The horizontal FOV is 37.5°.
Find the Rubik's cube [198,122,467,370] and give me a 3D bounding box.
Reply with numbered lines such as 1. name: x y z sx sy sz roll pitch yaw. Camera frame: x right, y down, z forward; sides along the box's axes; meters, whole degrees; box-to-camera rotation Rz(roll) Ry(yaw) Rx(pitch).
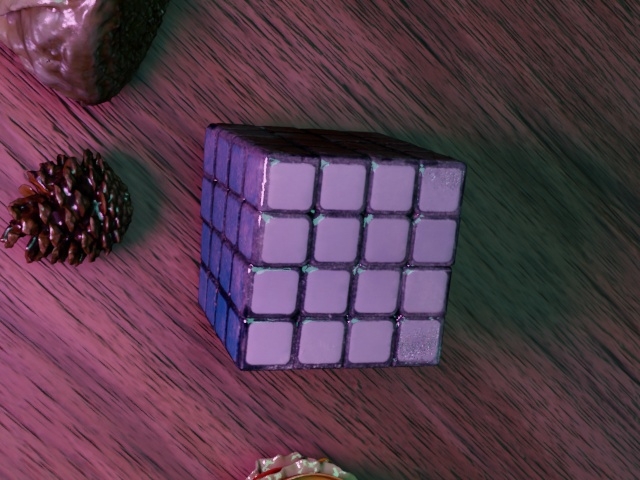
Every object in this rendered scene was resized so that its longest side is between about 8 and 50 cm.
1. Rubik's cube: 0.000 0.000 1.535 0.344 0.344 0.337 1 102 -19

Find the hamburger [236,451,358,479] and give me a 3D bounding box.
1. hamburger: -0.043 0.498 1.587 0.275 0.212 0.274 3 81 -19

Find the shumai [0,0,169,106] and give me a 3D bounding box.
1. shumai: -0.430 -0.438 1.514 0.348 0.395 0.394 18 80 6

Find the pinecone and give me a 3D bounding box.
1. pinecone: -0.414 -0.049 1.537 0.205 0.184 0.179 -11 115 5
